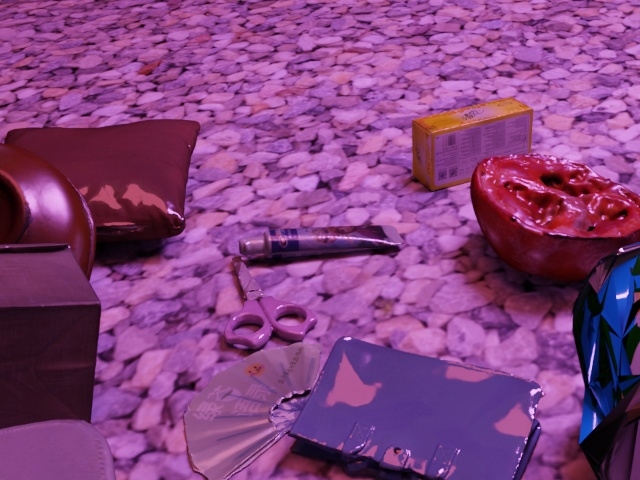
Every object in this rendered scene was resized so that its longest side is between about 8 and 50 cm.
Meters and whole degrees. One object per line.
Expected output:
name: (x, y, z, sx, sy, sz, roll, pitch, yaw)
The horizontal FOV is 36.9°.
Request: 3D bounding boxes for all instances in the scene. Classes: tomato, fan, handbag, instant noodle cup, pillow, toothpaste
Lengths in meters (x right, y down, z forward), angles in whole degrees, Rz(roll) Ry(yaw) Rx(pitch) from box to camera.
tomato: (0.293, -0.019, 1.202, 0.227, 0.101, 0.228, 5, 32, -3)
fan: (-0.070, 0.170, 1.000, 0.131, 0.009, 0.240, 8, 32, 23)
handbag: (0.094, 0.178, 0.929, 0.221, 0.057, 0.144, 12, 40, 22)
instant noodle cup: (0.333, 0.131, 0.827, 0.240, 0.240, 0.178, 3, 38, 11)
pillow: (-0.333, -0.087, 1.367, 0.307, 0.108, 0.305, -4, 33, 0)
toothpaste: (0.000, 0.000, 1.260, 0.216, 0.037, 0.062, -4, 28, -10)

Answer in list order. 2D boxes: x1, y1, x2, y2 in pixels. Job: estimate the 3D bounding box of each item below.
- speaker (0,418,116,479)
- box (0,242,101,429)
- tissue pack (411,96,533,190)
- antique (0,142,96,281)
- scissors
speaker: (-0.191, 0.312, 0.589, 0.183, 0.184, 0.406, -11, 31, -11)
box: (-0.352, 0.095, 0.953, 0.231, 0.155, 0.149, 0, 23, -28)
tissue pack: (0.225, -0.146, 1.426, 0.176, 0.095, 0.062, -16, 31, -20)
antique: (-0.405, -0.011, 1.163, 0.278, 0.129, 0.224, 32, 82, 15)
scissors: (-0.079, 0.066, 1.167, 0.110, 0.021, 0.212, -10, 31, -15)
